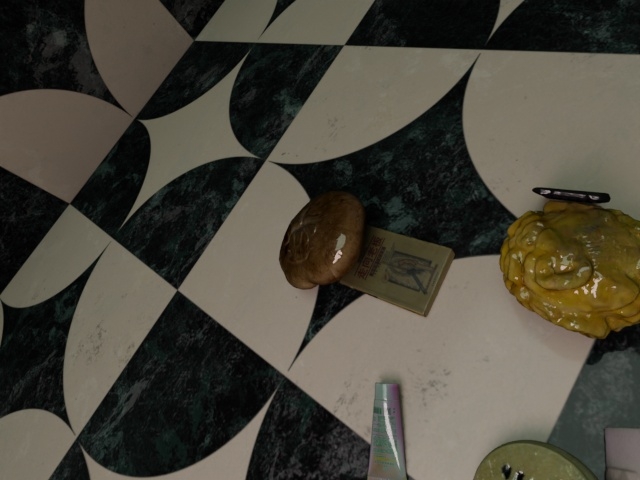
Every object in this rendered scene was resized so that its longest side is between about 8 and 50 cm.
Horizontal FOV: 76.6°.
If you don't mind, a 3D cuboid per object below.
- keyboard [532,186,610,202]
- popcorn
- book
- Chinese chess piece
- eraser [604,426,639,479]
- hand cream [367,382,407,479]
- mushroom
[{"bbox_3d":[0.431,-0.076,0.700,0.106,0.262,0.016,10,100,30],"label":"keyboard"},{"bbox_3d":[0.432,0.047,0.669,0.251,0.190,0.250,-15,46,16],"label":"popcorn"},{"bbox_3d":[0.165,0.060,0.919,0.231,0.026,0.161,18,74,37],"label":"book"},{"bbox_3d":[0.314,0.390,0.582,0.189,0.083,0.188,-25,48,30],"label":"Chinese chess piece"},{"bbox_3d":[0.470,0.447,0.474,0.213,0.082,0.395,0,64,31],"label":"eraser"},{"bbox_3d":[0.124,0.360,0.764,0.076,0.047,0.174,-8,68,27],"label":"hand cream"},{"bbox_3d":[0.000,0.000,0.965,0.278,0.146,0.278,-37,35,31],"label":"mushroom"}]
